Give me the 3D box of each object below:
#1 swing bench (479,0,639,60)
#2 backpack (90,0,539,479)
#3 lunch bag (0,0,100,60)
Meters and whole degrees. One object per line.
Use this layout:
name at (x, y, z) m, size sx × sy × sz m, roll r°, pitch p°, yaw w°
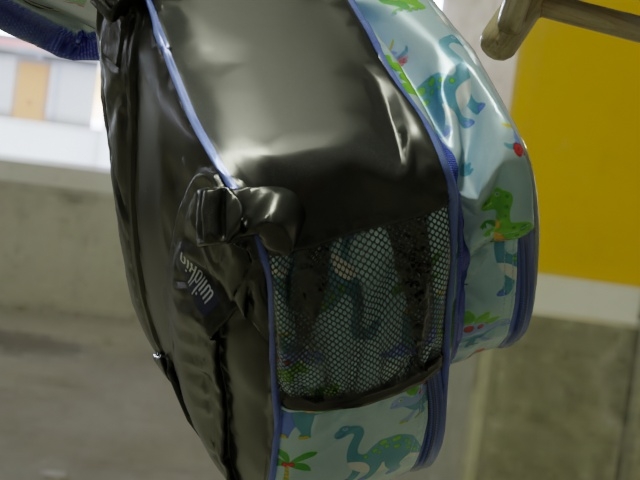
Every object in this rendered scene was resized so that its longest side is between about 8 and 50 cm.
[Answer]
swing bench at (0.187, -0.217, 0.690) m, size 0.165 × 0.255 × 0.253 m, roll 16°, pitch -17°, yaw 3°
backpack at (0.000, 0.000, 0.379) m, size 0.084 × 0.114 × 0.105 m, roll -13°, pitch 43°, yaw -16°
lunch bag at (-0.112, -0.263, 0.586) m, size 0.239 × 0.328 × 0.385 m, roll 3°, pitch -11°, yaw 36°
